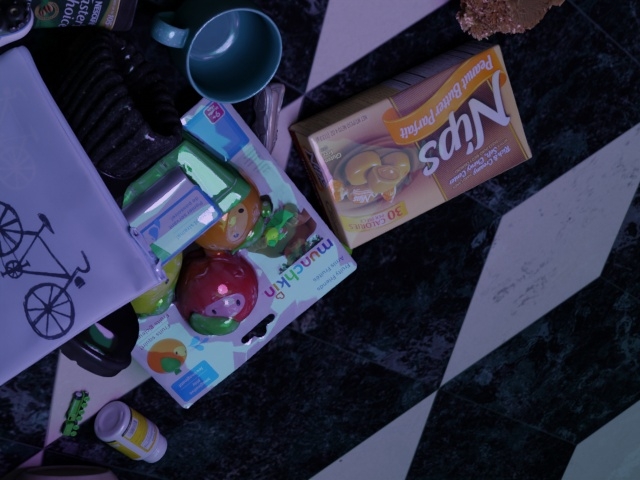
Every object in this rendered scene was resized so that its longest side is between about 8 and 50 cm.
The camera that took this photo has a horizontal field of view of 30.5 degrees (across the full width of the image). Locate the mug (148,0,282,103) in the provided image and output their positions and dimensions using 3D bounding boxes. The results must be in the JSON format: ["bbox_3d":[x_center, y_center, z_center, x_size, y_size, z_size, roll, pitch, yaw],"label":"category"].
[{"bbox_3d":[-0.132,-0.257,1.459,0.129,0.097,0.158,-39,134,-1],"label":"mug"}]

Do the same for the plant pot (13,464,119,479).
[{"bbox_3d":[-0.378,0.436,1.739,0.284,0.284,0.191,4,85,-35],"label":"plant pot"}]

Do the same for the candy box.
[{"bbox_3d":[0.134,-0.142,1.694,0.316,0.087,0.183,-27,114,-14],"label":"candy box"}]

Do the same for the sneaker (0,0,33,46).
[{"bbox_3d":[-0.413,-0.218,1.271,0.237,0.085,0.086,-9,149,14],"label":"sneaker"}]

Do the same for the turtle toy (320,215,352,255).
[{"bbox_3d":[0.000,0.000,1.762,0.130,0.066,0.095,40,78,-42],"label":"turtle toy"}]

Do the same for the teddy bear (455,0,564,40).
[{"bbox_3d":[0.208,-0.433,1.560,0.338,0.113,0.245,37,92,-37],"label":"teddy bear"}]

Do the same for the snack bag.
[{"bbox_3d":[-0.383,-0.010,1.321,0.342,0.323,0.037,-33,178,13],"label":"snack bag"}]

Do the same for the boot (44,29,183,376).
[{"bbox_3d":[-0.250,-0.041,1.367,0.260,0.348,0.131,-32,177,17],"label":"boot"}]

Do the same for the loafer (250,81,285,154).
[{"bbox_3d":[-0.071,-0.158,1.615,0.039,0.045,0.125,-14,127,-33],"label":"loafer"}]

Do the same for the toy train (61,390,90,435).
[{"bbox_3d":[-0.366,0.258,1.755,0.023,0.017,0.083,11,116,-27],"label":"toy train"}]

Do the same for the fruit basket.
[{"bbox_3d":[-0.159,0.027,1.579,0.327,0.165,0.353,-39,116,-2],"label":"fruit basket"}]

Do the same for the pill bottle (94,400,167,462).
[{"bbox_3d":[-0.288,0.298,1.802,0.065,0.065,0.116,-42,135,1],"label":"pill bottle"}]

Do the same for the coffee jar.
[{"bbox_3d":[-0.296,-0.286,1.339,0.184,0.079,0.096,-6,137,-30],"label":"coffee jar"}]
